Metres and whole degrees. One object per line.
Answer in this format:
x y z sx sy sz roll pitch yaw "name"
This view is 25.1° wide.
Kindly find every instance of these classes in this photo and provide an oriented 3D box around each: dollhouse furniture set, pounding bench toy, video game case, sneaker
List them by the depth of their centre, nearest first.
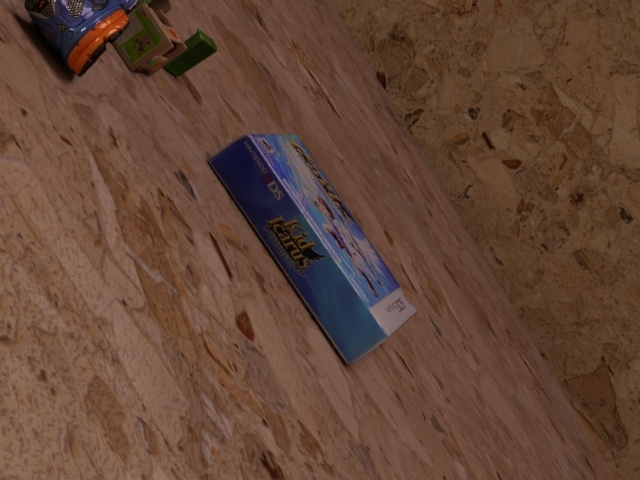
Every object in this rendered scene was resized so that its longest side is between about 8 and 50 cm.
-0.222 -0.228 1.339 0.087 0.083 0.221 43 11 -17 "sneaker"
-0.190 -0.224 1.512 0.083 0.052 0.065 56 11 6 "pounding bench toy"
0.000 0.000 1.636 0.269 0.061 0.244 56 11 3 "video game case"
-0.181 -0.265 1.649 0.151 0.059 0.076 61 12 26 "dollhouse furniture set"
